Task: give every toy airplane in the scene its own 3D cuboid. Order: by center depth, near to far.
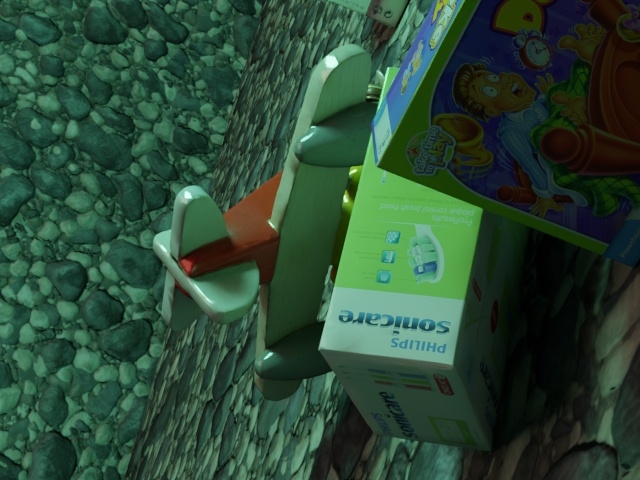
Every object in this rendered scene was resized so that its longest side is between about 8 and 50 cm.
[{"bbox_3d":[0.000,0.000,1.505,0.384,0.272,0.386,-59,-20,-5],"label":"toy airplane"}]

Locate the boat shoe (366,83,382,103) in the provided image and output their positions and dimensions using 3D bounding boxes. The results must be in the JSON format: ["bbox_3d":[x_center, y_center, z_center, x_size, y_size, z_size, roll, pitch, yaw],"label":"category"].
[{"bbox_3d":[0.063,-0.175,1.964,0.178,0.064,0.060,124,157,-64],"label":"boat shoe"}]

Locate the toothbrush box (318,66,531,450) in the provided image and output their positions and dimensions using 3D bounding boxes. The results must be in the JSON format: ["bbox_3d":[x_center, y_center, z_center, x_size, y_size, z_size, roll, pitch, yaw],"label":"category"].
[{"bbox_3d":[0.107,0.018,1.180,0.206,0.122,0.283,62,-141,-57],"label":"toothbrush box"}]

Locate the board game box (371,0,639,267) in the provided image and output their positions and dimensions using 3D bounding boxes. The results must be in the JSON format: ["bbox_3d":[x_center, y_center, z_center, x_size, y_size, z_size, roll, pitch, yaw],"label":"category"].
[{"bbox_3d":[0.216,-0.171,0.978,0.078,0.233,0.347,-92,25,-58],"label":"board game box"}]

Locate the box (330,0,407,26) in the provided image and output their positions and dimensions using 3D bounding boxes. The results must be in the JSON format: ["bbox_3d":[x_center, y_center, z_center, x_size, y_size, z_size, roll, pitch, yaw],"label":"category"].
[{"bbox_3d":[0.105,-0.483,2.093,0.149,0.126,0.232,-97,30,-63],"label":"box"}]
